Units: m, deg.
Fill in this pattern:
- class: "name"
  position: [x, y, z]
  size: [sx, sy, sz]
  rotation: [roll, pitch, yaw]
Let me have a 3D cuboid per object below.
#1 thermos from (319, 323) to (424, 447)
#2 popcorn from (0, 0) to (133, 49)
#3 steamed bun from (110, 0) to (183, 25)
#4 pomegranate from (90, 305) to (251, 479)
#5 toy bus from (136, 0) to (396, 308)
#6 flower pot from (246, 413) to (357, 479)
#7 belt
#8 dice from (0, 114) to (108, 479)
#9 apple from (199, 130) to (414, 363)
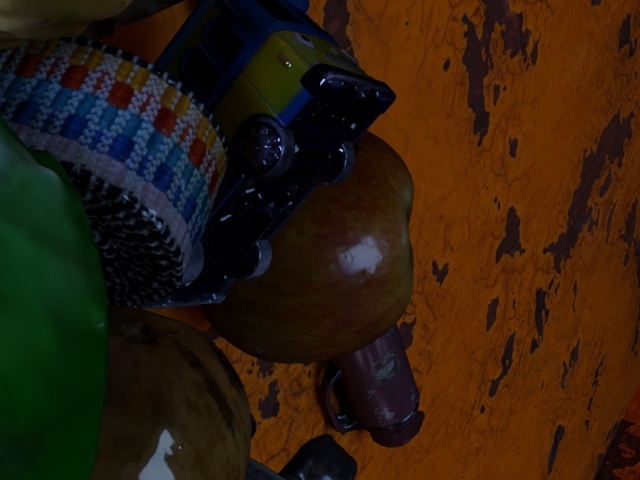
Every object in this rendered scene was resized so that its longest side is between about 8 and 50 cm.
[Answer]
- class: "thermos"
  position: [0.074, 0.206, 1.389]
  size: [0.136, 0.109, 0.330]
  rotation: [-55, 141, -34]
- class: "popcorn"
  position: [-0.198, -0.291, 0.582]
  size: [0.344, 0.390, 0.354]
  rotation: [30, 41, -73]
- class: "steamed bun"
  position: [-0.142, -0.302, 0.867]
  size: [0.141, 0.172, 0.155]
  rotation: [-48, 119, -48]
- class: "pomegranate"
  position: [-0.193, 0.183, 0.808]
  size: [0.281, 0.281, 0.281]
  rotation: [-24, 119, -53]
- class: "toy bus"
  position: [-0.088, -0.085, 0.871]
  size: [0.288, 0.175, 0.138]
  rotation: [-48, 157, 22]
- class: "flower pot"
  position: [-0.101, 0.338, 1.026]
  size: [0.283, 0.299, 0.299]
  rotation: [-55, 141, -26]
- class: "belt"
  position: [-0.208, -0.052, 0.730]
  size: [0.207, 0.257, 0.150]
  rotation: [82, 21, -53]
- class: "dice"
  position: [-0.300, 0.067, 0.486]
  size: [0.297, 0.300, 0.287]
  rotation: [13, 126, -36]
- class: "apple"
  position: [0.000, 0.000, 1.079]
  size: [0.309, 0.250, 0.277]
  rotation: [-61, 144, -31]
